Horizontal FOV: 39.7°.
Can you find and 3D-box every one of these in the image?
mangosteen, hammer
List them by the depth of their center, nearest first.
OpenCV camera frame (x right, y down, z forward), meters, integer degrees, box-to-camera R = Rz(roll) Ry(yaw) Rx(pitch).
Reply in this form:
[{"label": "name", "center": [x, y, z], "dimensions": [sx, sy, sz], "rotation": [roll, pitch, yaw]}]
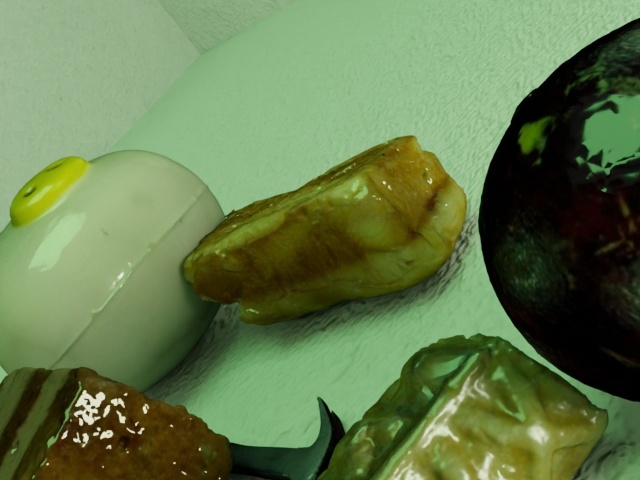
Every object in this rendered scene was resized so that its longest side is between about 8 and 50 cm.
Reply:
[{"label": "mangosteen", "center": [0.248, -0.009, 0.591], "dimensions": [0.288, 0.288, 0.288], "rotation": [-32, 23, 15]}, {"label": "hammer", "center": [-0.082, 0.223, 0.926], "dimensions": [0.290, 0.037, 0.137], "rotation": [-9, 37, 51]}]

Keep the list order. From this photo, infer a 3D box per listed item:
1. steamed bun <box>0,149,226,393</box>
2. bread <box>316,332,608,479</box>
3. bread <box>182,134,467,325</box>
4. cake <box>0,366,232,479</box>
[{"label": "steamed bun", "center": [-0.290, 0.051, 1.226], "dimensions": [0.334, 0.334, 0.374], "rotation": [-14, 29, 46]}, {"label": "bread", "center": [0.071, 0.188, 0.643], "dimensions": [0.268, 0.130, 0.152], "rotation": [-46, 32, -16]}, {"label": "bread", "center": [0.004, 0.003, 1.078], "dimensions": [0.344, 0.149, 0.195], "rotation": [-21, 17, 39]}, {"label": "cake", "center": [-0.249, 0.248, 0.908], "dimensions": [0.293, 0.196, 0.199], "rotation": [-9, 56, 56]}]
